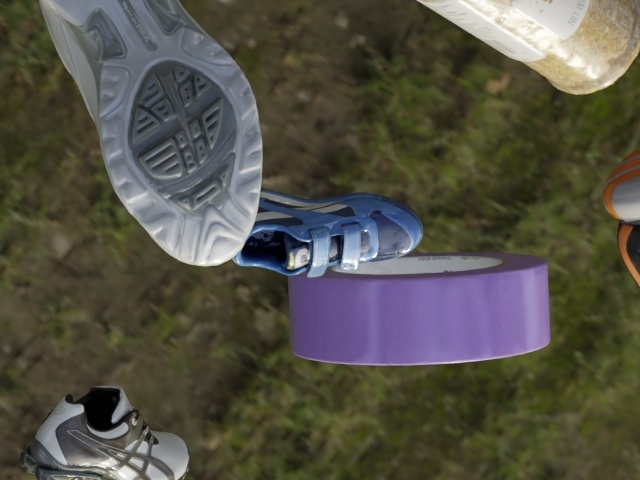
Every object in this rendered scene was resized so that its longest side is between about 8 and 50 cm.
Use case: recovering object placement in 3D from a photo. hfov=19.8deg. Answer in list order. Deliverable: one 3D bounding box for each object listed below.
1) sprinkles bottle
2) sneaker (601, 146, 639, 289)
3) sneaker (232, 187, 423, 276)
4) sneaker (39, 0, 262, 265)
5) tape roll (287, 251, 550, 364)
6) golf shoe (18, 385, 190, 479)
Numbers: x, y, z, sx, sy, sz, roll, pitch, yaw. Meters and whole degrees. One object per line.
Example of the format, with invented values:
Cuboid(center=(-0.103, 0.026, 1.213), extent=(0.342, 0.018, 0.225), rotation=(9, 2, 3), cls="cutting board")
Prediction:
Cuboid(center=(0.140, -0.243, 1.598), extent=(0.355, 0.121, 0.121), rotation=(24, 95, -43), cls="sprinkles bottle")
Cuboid(center=(0.338, -0.008, 1.059), extent=(0.180, 0.321, 0.124), rotation=(64, 33, -14), cls="sneaker")
Cuboid(center=(0.000, 0.000, 1.285), extent=(0.144, 0.059, 0.053), rotation=(1, 124, -1), cls="sneaker")
Cuboid(center=(-0.097, -0.091, 1.036), extent=(0.090, 0.115, 0.232), rotation=(-22, 83, -8), cls="sneaker")
Cuboid(center=(0.104, 0.069, 1.944), extent=(0.275, 0.275, 0.090), rotation=(-6, 97, -35), cls="tape roll")
Cuboid(center=(-0.176, 0.178, 1.653), extent=(0.198, 0.077, 0.094), rotation=(4, 113, -56), cls="golf shoe")
